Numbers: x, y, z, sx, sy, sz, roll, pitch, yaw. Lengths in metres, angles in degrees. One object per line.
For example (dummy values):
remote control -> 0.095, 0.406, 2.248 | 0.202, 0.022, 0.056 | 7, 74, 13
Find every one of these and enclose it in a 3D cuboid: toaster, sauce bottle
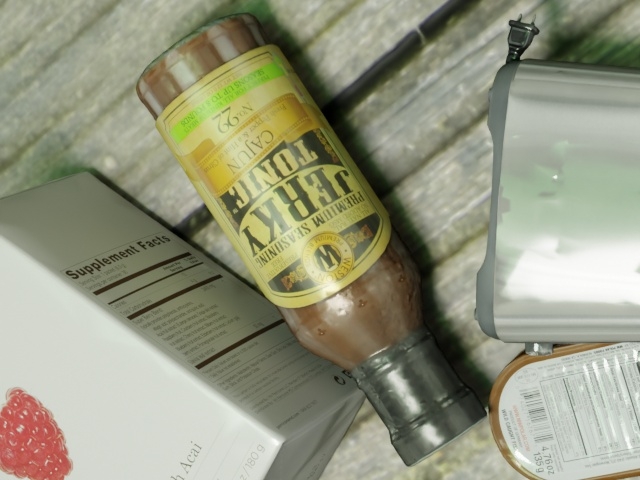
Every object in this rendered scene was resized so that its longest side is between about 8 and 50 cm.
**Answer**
toaster -> 0.190, -0.032, 1.151 | 0.146, 0.129, 0.227 | 5, 92, 22
sauce bottle -> 0.000, 0.000, 1.263 | 0.111, 0.111, 0.344 | -38, 83, 27

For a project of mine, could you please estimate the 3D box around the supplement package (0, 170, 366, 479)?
supplement package -> -0.144, 0.109, 1.313 | 0.293, 0.175, 0.177 | 34, 113, 15

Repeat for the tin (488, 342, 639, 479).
tin -> 0.207, 0.115, 1.224 | 0.190, 0.040, 0.106 | -16, 97, 28
